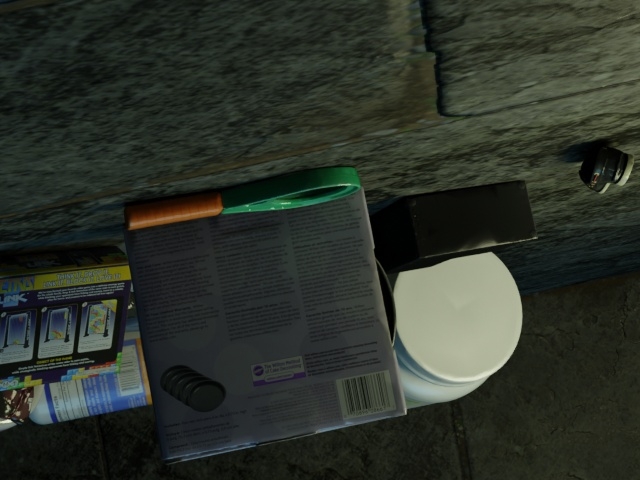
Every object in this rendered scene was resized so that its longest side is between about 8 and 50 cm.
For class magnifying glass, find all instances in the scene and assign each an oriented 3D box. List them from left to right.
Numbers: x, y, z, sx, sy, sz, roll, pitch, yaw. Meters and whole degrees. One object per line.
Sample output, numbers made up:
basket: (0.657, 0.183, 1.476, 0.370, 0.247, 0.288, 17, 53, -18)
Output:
magnifying glass: (-0.073, -0.039, 1.361, 0.231, 0.026, 0.092, -8, 172, -15)

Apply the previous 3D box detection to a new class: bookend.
bookend: (0.151, -0.012, 1.704, 0.157, 0.072, 0.156, -9, 173, -20)

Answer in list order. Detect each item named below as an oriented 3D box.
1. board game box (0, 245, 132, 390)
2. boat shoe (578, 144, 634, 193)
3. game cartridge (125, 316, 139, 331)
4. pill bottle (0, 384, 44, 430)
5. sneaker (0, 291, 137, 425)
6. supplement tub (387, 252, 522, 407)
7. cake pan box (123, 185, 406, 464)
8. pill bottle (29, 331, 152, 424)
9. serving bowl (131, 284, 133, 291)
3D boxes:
board game box: (-0.292, 0.084, 1.524, 0.170, 0.141, 0.048, -5, -153, -35)
boat shoe: (0.305, -0.080, 1.549, 0.042, 0.049, 0.133, 17, 179, -1)
game cartridge: (-0.163, 0.081, 2.024, 0.294, 0.060, 0.196, -16, 167, 31)
pill bottle: (-0.519, 0.214, 2.008, 0.160, 0.160, 0.283, -5, 166, -38)
sneaker: (-0.361, 0.155, 1.847, 0.281, 0.163, 0.106, -9, 172, -14)
supplement tub: (0.125, 0.124, 2.051, 0.235, 0.235, 0.325, -8, 172, -24)
cake pan box: (-0.054, 0.082, 1.456, 0.266, 0.246, 0.070, -12, 176, -5)
pill bottle: (-0.383, 0.200, 2.191, 0.272, 0.152, 0.152, -10, 172, -6)
serving bowl: (-0.221, 0.047, 1.768, 0.083, 0.027, 0.083, -12, 172, -2)
